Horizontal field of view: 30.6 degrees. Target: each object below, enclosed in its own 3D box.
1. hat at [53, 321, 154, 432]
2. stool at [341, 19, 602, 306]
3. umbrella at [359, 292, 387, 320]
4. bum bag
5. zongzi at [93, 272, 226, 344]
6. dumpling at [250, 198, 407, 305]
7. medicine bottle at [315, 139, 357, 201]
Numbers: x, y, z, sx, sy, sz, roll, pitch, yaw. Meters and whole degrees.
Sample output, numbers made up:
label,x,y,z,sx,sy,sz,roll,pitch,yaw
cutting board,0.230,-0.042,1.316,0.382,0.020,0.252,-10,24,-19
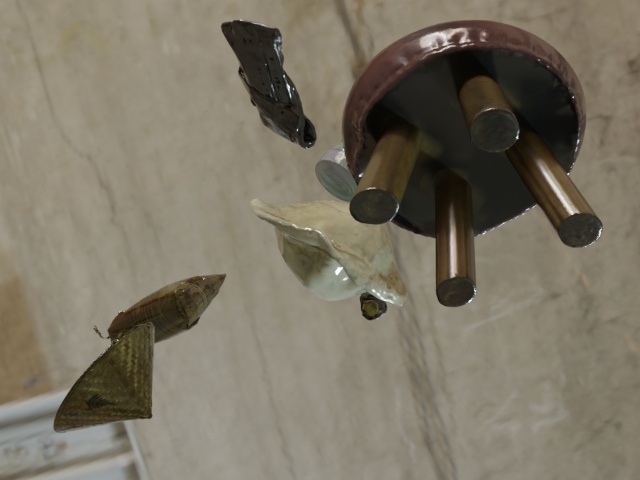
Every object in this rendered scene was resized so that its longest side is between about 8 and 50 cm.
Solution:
label,x,y,z,sx,sy,sz,roll,pitch,yaw
hat,-0.196,0.160,1.192,0.067,0.146,0.146,38,-32,11
stool,0.159,-0.081,1.248,0.178,0.272,0.272,-90,-178,-50
umbrella,0.075,0.088,1.647,0.144,0.040,0.037,-47,135,-84
bum bag,-0.079,-0.253,1.857,0.123,0.060,0.248,27,-34,36
zongzi,-0.270,0.119,2.032,0.187,0.184,0.084,-22,-81,24
dumpling,0.000,0.000,1.530,0.252,0.179,0.131,39,-78,28
medicine bottle,0.081,-0.142,1.433,0.090,0.216,0.090,30,-30,19
